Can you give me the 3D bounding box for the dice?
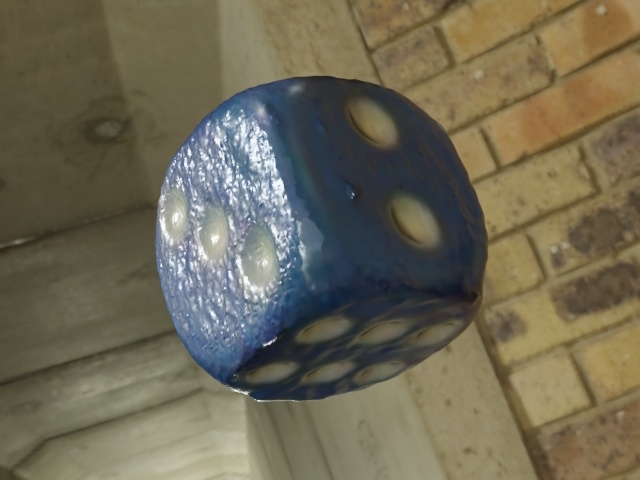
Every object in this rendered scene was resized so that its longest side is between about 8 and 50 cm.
[{"bbox_3d":[0.000,0.000,0.544,0.143,0.146,0.146,3,-32,-39],"label":"dice"}]
